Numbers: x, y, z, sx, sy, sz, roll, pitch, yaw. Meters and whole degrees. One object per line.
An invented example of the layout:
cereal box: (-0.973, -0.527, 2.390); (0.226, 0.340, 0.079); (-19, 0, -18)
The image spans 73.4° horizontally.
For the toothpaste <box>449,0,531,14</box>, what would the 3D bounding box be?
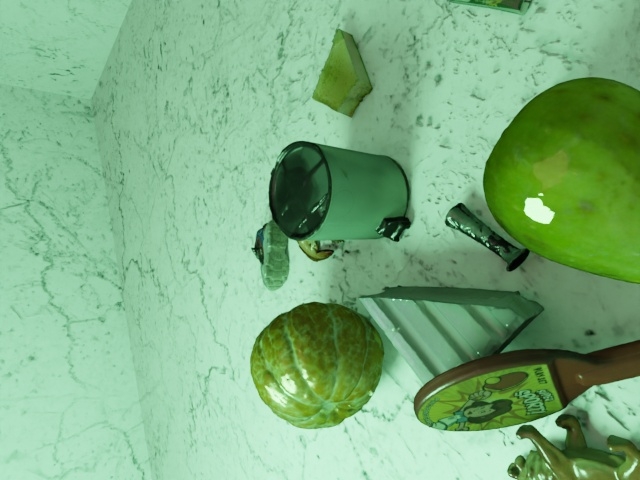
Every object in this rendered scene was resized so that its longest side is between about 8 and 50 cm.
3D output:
toothpaste: (0.326, -0.489, 0.863); (0.204, 0.031, 0.049); (35, 118, 39)

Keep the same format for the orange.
orange: (-0.005, 0.300, 1.039); (0.329, 0.329, 0.249); (-60, 35, 30)

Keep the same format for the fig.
fig: (0.407, -0.071, 0.633); (0.326, 0.258, 0.258); (50, 126, 19)

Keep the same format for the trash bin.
trash bin: (0.045, -0.109, 1.012); (0.277, 0.262, 0.217); (52, 126, 33)

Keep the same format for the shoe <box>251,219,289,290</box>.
shoe: (-0.174, 0.045, 1.374); (0.125, 0.099, 0.227); (1, 87, 40)

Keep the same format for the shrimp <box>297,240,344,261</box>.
shrimp: (-0.003, 0.000, 1.224); (0.236, 0.053, 0.133); (11, 98, 50)

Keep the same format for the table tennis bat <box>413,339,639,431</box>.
table tennis bat: (0.356, 0.240, 0.715); (0.415, 0.268, 0.051); (-23, 44, 18)

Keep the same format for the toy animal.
toy animal: (0.459, 0.384, 0.721); (0.312, 0.097, 0.157); (-17, 89, 45)

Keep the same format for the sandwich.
sandwich: (0.072, -0.434, 1.126); (0.162, 0.058, 0.193); (40, 118, 37)

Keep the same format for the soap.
soap: (0.250, 0.126, 0.873); (0.302, 0.159, 0.258); (50, 130, 31)

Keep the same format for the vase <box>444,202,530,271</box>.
vase: (0.329, -0.008, 0.859); (0.167, 0.059, 0.059); (45, 123, 37)
